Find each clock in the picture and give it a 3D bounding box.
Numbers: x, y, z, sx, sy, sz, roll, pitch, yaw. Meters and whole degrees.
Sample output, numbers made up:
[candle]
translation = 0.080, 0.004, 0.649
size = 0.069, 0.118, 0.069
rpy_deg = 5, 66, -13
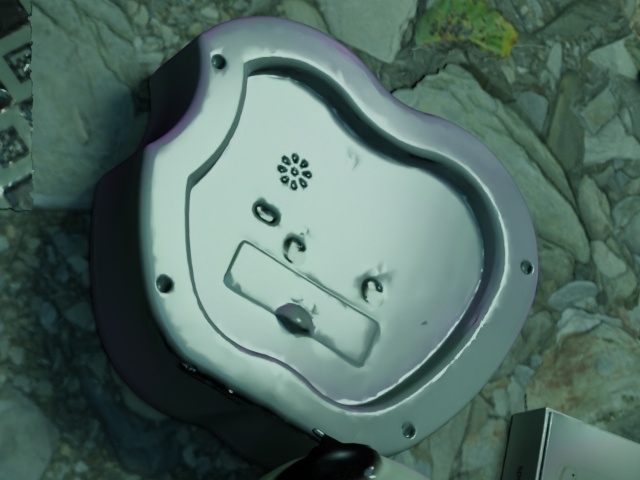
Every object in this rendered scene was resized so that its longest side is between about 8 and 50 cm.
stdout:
[clock]
translation = 0.000, 0.000, 0.963
size = 0.339, 0.102, 0.338
rpy_deg = 8, 72, -27

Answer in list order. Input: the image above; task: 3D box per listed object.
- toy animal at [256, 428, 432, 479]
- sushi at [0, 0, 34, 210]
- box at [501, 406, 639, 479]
[toy animal]
translation = 0.050, 0.273, 0.848
size = 0.310, 0.251, 0.251
rpy_deg = 42, 61, -13
[sushi]
translation = -0.295, -0.144, 0.874
size = 0.220, 0.047, 0.231
rpy_deg = 4, 74, -28
[box]
translation = 0.210, 0.217, 1.047
size = 0.129, 0.051, 0.130
rpy_deg = 23, 66, -21
